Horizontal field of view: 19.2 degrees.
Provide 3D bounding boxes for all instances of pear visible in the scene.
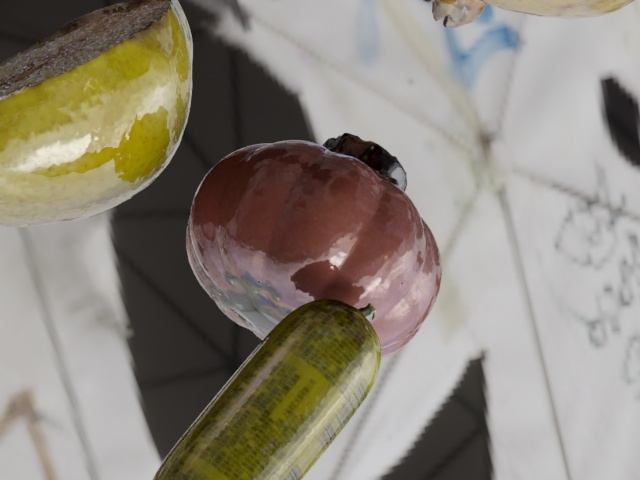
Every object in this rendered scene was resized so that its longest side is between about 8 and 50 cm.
[{"bbox_3d":[-0.287,-0.128,2.176,0.340,0.191,0.386,-9,-159,43],"label":"pear"}]

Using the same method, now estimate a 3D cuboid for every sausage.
[{"bbox_3d":[-0.054,0.190,1.922,0.123,0.123,0.347,20,-118,44],"label":"sausage"}]

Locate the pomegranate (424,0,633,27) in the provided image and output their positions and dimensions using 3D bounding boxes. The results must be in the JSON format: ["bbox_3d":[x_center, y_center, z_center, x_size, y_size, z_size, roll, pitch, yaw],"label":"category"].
[{"bbox_3d":[0.214,-0.361,1.901,0.342,0.342,0.342,-12,-148,7],"label":"pomegranate"}]

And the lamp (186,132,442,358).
[{"bbox_3d":[0.000,0.000,2.139,0.305,0.305,0.240,11,-119,37],"label":"lamp"}]
